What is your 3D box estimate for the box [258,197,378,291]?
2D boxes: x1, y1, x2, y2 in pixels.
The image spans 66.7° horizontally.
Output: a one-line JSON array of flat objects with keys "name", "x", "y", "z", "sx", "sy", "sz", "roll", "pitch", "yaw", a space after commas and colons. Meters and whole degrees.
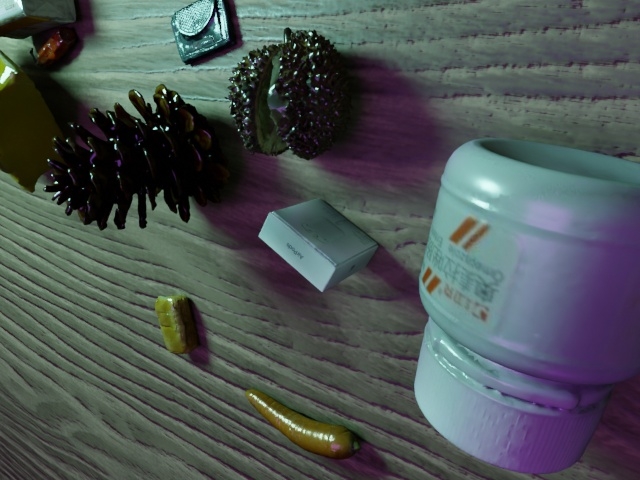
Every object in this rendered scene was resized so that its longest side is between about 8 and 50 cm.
[{"name": "box", "x": 0.000, "y": 0.000, "z": 0.730, "sx": 0.130, "sy": 0.129, "sz": 0.051, "roll": 39, "pitch": 122, "yaw": 19}]

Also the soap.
[{"name": "soap", "x": -0.738, "y": -0.306, "z": 1.075, "sx": 0.335, "sy": 0.156, "sz": 0.294, "roll": 37, "pitch": 155, "yaw": 20}]

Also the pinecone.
[{"name": "pinecone", "x": -0.306, "y": -0.122, "z": 0.816, "sx": 0.246, "sy": 0.292, "sz": 0.247, "roll": 37, "pitch": 142, "yaw": 36}]

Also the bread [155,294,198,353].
[{"name": "bread", "x": -0.308, "y": 0.179, "z": 1.042, "sx": 0.074, "sy": 0.053, "sz": 0.132, "roll": 2, "pitch": 107, "yaw": 34}]

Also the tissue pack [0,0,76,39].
[{"name": "tissue pack", "x": -0.627, "y": -0.533, "z": 1.008, "sx": 0.225, "sy": 0.124, "sz": 0.185, "roll": 5, "pitch": 108, "yaw": 35}]

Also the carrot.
[{"name": "carrot", "x": -0.043, "y": 0.348, "z": 0.910, "sx": 0.271, "sy": 0.062, "sz": 0.066, "roll": 7, "pitch": 140, "yaw": 37}]

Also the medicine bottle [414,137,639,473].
[{"name": "medicine bottle", "x": 0.227, "y": 0.061, "z": 0.523, "sx": 0.241, "sy": 0.241, "sz": 0.302, "roll": 20, "pitch": 114, "yaw": 29}]

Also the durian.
[{"name": "durian", "x": -0.043, "y": -0.212, "z": 0.700, "sx": 0.195, "sy": 0.167, "sz": 0.196, "roll": 0, "pitch": 88, "yaw": 14}]

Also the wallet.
[{"name": "wallet", "x": -0.204, "y": -0.361, "z": 0.829, "sx": 0.129, "sy": 0.026, "sz": 0.089, "roll": -6, "pitch": 101, "yaw": 35}]

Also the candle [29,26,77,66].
[{"name": "candle", "x": -0.593, "y": -0.418, "z": 1.066, "sx": 0.162, "sy": 0.048, "sz": 0.053, "roll": -15, "pitch": 65, "yaw": 38}]
